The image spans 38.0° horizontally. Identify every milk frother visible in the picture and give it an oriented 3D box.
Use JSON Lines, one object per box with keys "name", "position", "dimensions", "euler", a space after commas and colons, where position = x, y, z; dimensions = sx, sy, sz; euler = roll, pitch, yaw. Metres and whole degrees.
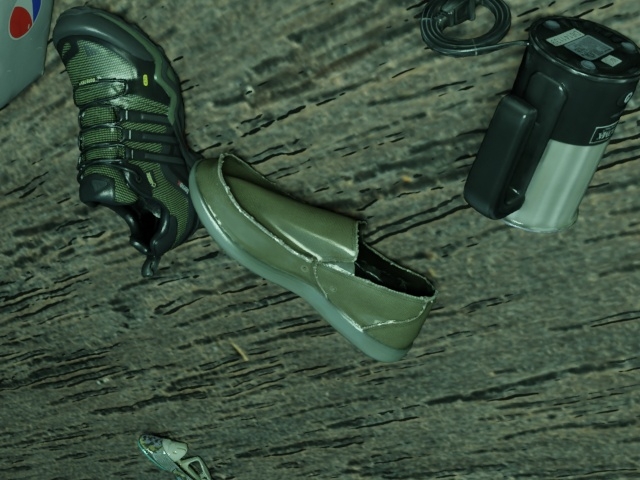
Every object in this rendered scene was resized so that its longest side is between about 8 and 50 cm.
{"name": "milk frother", "position": [0.135, -0.097, 0.673], "dimensions": [0.143, 0.129, 0.135], "euler": [54, 143, 38]}

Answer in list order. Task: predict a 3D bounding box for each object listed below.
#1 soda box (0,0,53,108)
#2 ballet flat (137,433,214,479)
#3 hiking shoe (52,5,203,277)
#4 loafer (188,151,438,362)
{"name": "soda box", "position": [-0.262, -0.240, 0.719], "dimensions": [0.091, 0.098, 0.286], "euler": [26, 131, 3]}
{"name": "ballet flat", "position": [-0.164, 0.260, 1.095], "dimensions": [0.041, 0.041, 0.114], "euler": [-29, 110, 36]}
{"name": "hiking shoe", "position": [-0.164, -0.083, 0.783], "dimensions": [0.086, 0.114, 0.227], "euler": [-11, 120, 28]}
{"name": "loafer", "position": [0.000, 0.000, 0.804], "dimensions": [0.251, 0.094, 0.087], "euler": [37, 119, -13]}
